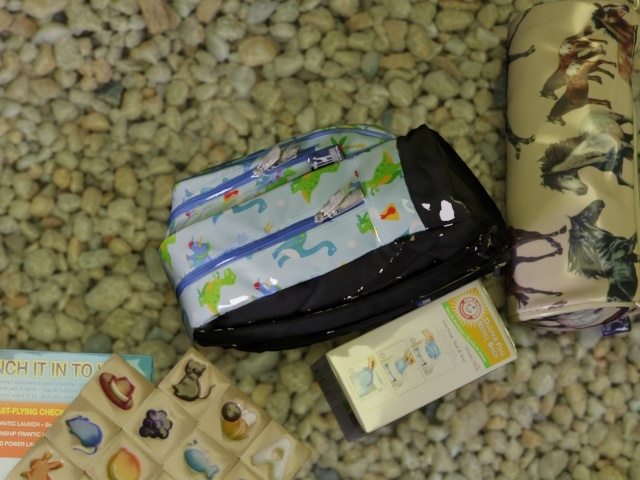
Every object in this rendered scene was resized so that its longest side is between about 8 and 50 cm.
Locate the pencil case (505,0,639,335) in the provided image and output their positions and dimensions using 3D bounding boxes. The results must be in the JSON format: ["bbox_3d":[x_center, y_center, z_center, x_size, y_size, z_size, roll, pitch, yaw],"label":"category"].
[{"bbox_3d":[0.310,-0.096,1.903,0.183,0.160,0.410,-1,78,9],"label":"pencil case"}]

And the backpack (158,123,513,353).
[{"bbox_3d":[0.000,0.000,1.775,0.355,0.290,0.273,-35,76,10],"label":"backpack"}]

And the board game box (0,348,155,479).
[{"bbox_3d":[-0.333,0.267,1.661,0.308,0.086,0.302,4,78,-11],"label":"board game box"}]

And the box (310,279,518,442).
[{"bbox_3d":[0.107,0.140,1.847,0.203,0.114,0.103,-25,83,-14],"label":"box"}]

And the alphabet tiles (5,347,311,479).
[{"bbox_3d":[-0.177,0.292,1.638,0.285,0.011,0.342,41,73,-2],"label":"alphabet tiles"}]
